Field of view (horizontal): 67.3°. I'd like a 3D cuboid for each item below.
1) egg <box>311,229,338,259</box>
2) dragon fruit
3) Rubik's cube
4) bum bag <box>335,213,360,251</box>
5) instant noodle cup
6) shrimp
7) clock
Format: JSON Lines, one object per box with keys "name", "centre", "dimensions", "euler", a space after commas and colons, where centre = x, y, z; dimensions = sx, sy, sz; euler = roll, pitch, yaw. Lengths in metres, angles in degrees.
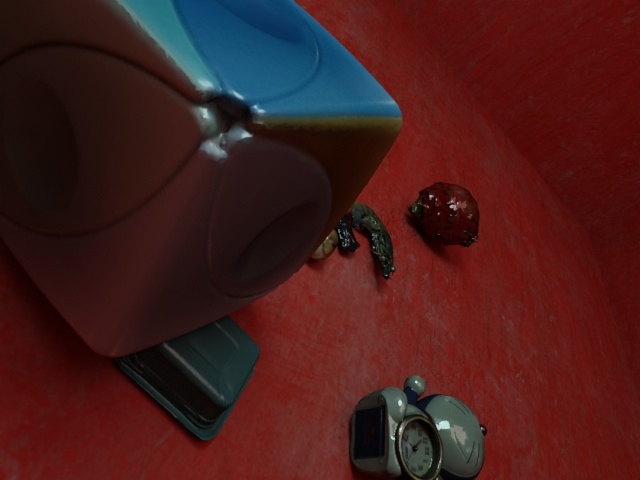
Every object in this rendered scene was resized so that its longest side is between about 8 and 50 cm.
{"name": "egg", "centre": [0.000, 0.000, 0.950], "dimensions": [0.071, 0.071, 0.083], "euler": [53, 21, -2]}
{"name": "dragon fruit", "centre": [0.349, -0.073, 1.333], "dimensions": [0.209, 0.172, 0.172], "euler": [34, 40, -14]}
{"name": "Rubik's cube", "centre": [-0.160, -0.121, 0.575], "dimensions": [0.351, 0.347, 0.352], "euler": [46, 32, 13]}
{"name": "bum bag", "centre": [0.050, -0.028, 1.058], "dimensions": [0.057, 0.034, 0.125], "euler": [0, 61, -42]}
{"name": "instant noodle cup", "centre": [-0.162, 0.150, 0.645], "dimensions": [0.179, 0.070, 0.157], "euler": [46, 35, -10]}
{"name": "shrimp", "centre": [0.115, -0.009, 1.092], "dimensions": [0.150, 0.051, 0.217], "euler": [41, 27, -37]}
{"name": "clock", "centre": [0.174, 0.333, 0.819], "dimensions": [0.243, 0.146, 0.200], "euler": [22, 52, -31]}
